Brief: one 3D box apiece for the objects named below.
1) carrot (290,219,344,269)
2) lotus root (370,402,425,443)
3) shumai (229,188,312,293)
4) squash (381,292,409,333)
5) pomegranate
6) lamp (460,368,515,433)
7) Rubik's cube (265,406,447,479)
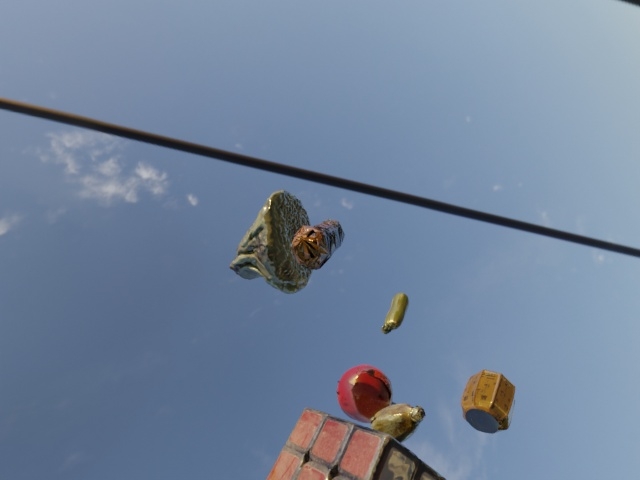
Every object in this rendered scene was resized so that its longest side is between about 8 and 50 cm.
[{"bbox_3d":[0.001,0.001,0.694,0.069,0.069,0.228,58,-167,-1],"label":"carrot"},{"bbox_3d":[0.186,0.435,0.985,0.088,0.165,0.088,34,-146,-27],"label":"lotus root"},{"bbox_3d":[-0.181,0.012,1.316,0.304,0.263,0.309,62,-151,-29],"label":"shumai"},{"bbox_3d":[0.212,0.200,1.148,0.052,0.052,0.183,52,-149,-6],"label":"squash"},{"bbox_3d":[0.173,0.574,1.529,0.235,0.210,0.210,41,-127,-9],"label":"pomegranate"},{"bbox_3d":[0.553,0.528,1.360,0.161,0.161,0.185,56,-136,-3],"label":"lamp"},{"bbox_3d":[0.072,0.571,0.845,0.301,0.305,0.304,45,-118,-22],"label":"Rubik's cube"}]
